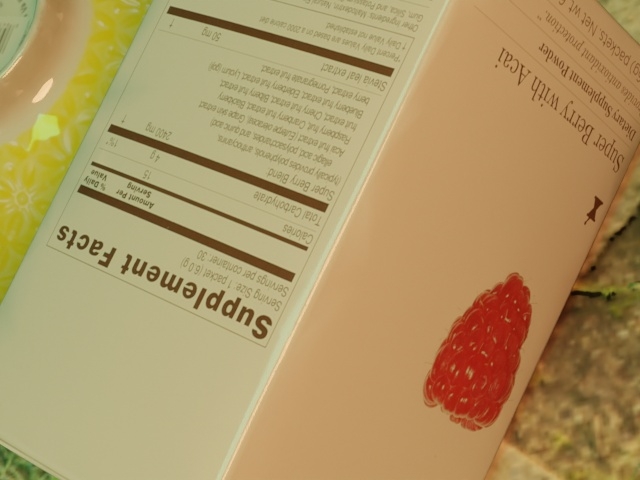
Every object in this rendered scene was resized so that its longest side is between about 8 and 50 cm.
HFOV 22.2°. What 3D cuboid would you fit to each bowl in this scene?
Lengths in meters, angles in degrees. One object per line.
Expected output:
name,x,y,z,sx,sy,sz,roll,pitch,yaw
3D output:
bowl,-0.156,-0.081,0.902,0.289,0.156,0.289,-12,61,22

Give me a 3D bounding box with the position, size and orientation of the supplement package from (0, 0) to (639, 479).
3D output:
supplement package,0.000,0.000,0.758,0.175,0.177,0.293,21,84,41
